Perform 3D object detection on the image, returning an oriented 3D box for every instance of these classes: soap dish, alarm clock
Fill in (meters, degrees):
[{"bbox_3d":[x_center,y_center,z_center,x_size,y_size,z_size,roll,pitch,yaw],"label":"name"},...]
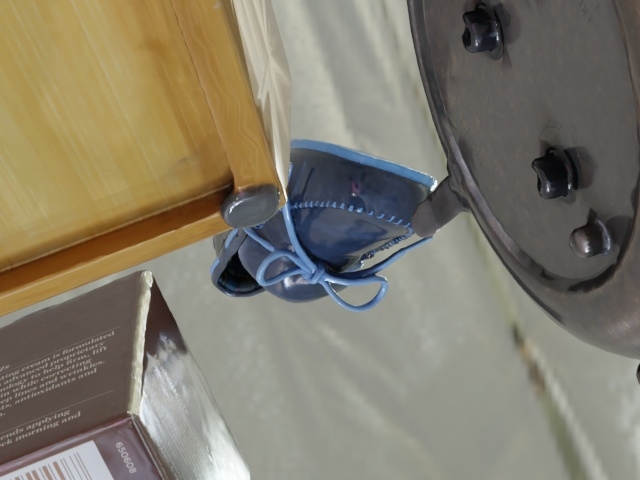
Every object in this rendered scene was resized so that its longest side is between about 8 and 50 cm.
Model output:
[{"bbox_3d":[-0.131,-0.077,0.699,0.291,0.229,0.118,73,176,-61],"label":"soap dish"},{"bbox_3d":[0.066,-0.050,0.381,0.064,0.192,0.129,-15,-113,-20],"label":"alarm clock"}]

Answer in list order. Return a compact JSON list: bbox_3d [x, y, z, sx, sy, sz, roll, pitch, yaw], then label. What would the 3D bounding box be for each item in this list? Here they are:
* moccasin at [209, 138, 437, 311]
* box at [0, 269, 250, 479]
[{"bbox_3d":[0.000,0.000,1.562,0.138,0.342,0.116,21,-100,-12],"label":"moccasin"},{"bbox_3d":[-0.147,0.153,1.194,0.203,0.168,0.167,-94,-20,-67],"label":"box"}]
